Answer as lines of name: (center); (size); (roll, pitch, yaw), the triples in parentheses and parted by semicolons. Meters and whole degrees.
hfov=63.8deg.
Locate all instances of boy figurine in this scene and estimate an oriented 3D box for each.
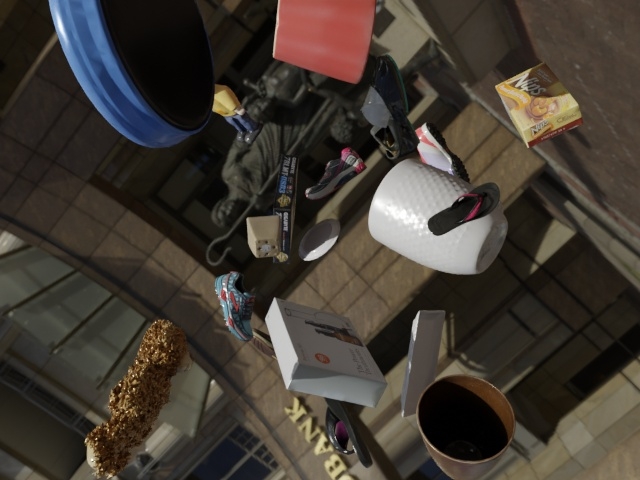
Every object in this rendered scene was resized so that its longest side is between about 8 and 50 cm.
boy figurine: (-0.291, -0.400, 1.517); (0.177, 0.092, 0.285); (23, 171, 43)

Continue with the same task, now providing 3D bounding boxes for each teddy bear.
teddy bear: (-0.373, 0.341, 1.096); (0.113, 0.245, 0.338); (19, -132, 9)

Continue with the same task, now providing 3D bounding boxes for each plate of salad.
plate of salad: (0.000, 0.000, 1.960); (0.048, 0.200, 0.200); (45, -170, -32)

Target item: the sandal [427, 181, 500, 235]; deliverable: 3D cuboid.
sandal: (0.320, -0.070, 1.144); (0.067, 0.179, 0.040); (62, -172, 27)

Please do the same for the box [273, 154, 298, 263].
box: (-0.131, -0.116, 1.914); (0.073, 0.293, 0.296); (4, -132, -1)

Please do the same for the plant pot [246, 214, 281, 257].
plant pot: (-0.173, -0.006, 1.629); (0.109, 0.109, 0.096); (-5, -140, -10)

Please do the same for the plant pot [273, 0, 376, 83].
plant pot: (0.002, -0.574, 1.383); (0.243, 0.275, 0.275); (5, -159, -7)

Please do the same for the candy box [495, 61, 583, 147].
candy box: (0.741, -0.470, 1.761); (0.087, 0.183, 0.316); (52, -156, -36)

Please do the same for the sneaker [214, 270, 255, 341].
sneaker: (-0.289, 0.235, 1.861); (0.262, 0.125, 0.104); (67, -166, 7)

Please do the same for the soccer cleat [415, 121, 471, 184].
soccer cleat: (0.476, -0.313, 2.045); (0.318, 0.116, 0.108); (54, -142, -3)

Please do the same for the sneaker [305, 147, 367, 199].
sneaker: (0.050, -0.261, 2.059); (0.112, 0.299, 0.121); (56, -144, -4)

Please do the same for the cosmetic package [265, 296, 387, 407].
cosmetic package: (0.004, 0.329, 1.562); (0.284, 0.097, 0.377); (16, -164, -21)

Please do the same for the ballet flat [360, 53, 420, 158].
ballet flat: (0.149, -0.269, 1.120); (0.095, 0.096, 0.280); (58, -178, 38)

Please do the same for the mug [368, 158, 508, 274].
mug: (0.384, -0.072, 1.515); (0.328, 0.276, 0.374); (31, -135, 34)

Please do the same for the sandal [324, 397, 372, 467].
sandal: (0.071, 0.708, 1.975); (0.167, 0.107, 0.446); (57, 176, -34)

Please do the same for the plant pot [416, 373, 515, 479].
plant pot: (0.342, 0.476, 1.231); (0.215, 0.215, 0.230); (-123, 16, -46)

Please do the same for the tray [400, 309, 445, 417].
tray: (0.259, 0.312, 1.330); (0.030, 0.270, 0.145); (9, 180, 39)

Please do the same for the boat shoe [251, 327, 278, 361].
boat shoe: (-0.185, 0.445, 2.171); (0.257, 0.095, 0.095); (38, -125, 3)

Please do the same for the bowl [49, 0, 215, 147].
bowl: (-0.301, -0.362, 0.903); (0.391, 0.077, 0.391); (-9, -90, -75)
